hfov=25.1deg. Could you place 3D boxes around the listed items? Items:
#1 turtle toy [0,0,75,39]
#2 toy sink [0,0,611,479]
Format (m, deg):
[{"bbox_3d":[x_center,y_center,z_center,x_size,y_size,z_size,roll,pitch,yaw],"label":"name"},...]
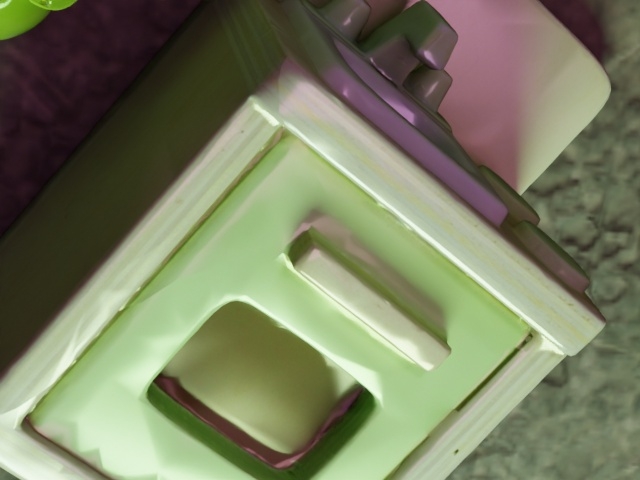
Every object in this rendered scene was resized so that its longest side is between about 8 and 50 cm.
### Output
[{"bbox_3d":[-0.088,-0.122,0.485,0.095,0.066,0.130,16,114,-42],"label":"turtle toy"},{"bbox_3d":[0.000,0.000,0.520,0.153,0.131,0.234,39,102,-23],"label":"toy sink"}]
